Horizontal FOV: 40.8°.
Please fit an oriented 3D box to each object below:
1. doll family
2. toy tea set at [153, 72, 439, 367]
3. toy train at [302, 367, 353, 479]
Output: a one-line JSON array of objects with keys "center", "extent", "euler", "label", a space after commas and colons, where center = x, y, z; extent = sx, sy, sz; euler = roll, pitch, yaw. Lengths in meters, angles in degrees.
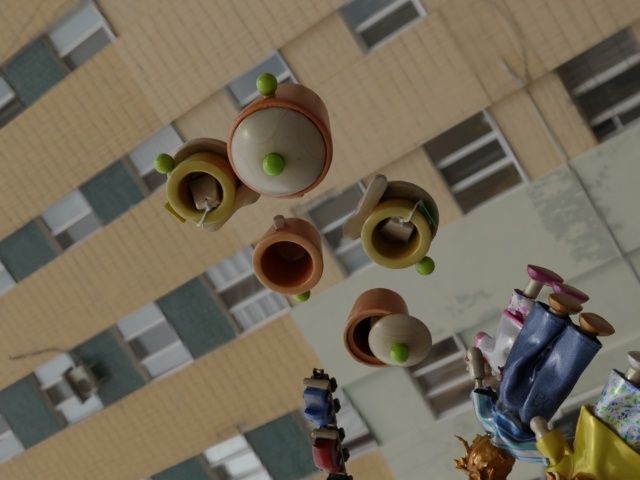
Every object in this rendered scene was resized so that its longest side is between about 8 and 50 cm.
[{"center": [0.179, 0.136, 0.651], "extent": [0.118, 0.163, 0.263], "euler": [9, -158, -41], "label": "doll family"}, {"center": [0.000, 0.000, 0.831], "extent": [0.336, 0.200, 0.124], "euler": [40, -154, -14], "label": "toy tea set"}, {"center": [0.006, 0.179, 0.737], "extent": [0.036, 0.027, 0.158], "euler": [-48, -45, -52], "label": "toy train"}]
